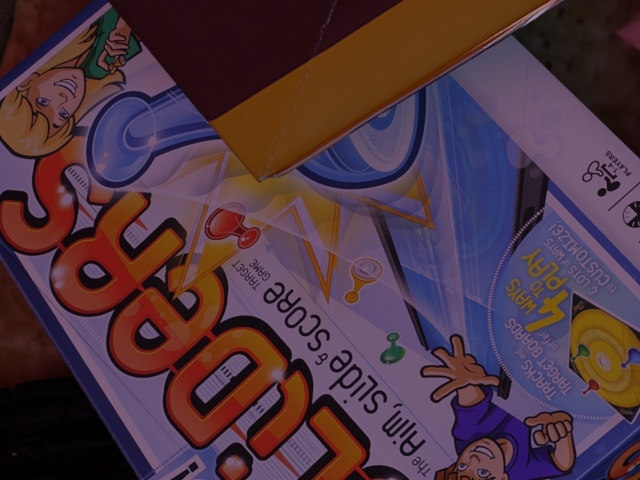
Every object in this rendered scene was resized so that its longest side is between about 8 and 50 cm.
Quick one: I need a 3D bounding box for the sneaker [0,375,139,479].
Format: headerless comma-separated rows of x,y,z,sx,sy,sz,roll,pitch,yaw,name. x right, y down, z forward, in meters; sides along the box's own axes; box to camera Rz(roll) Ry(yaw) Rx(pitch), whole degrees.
0.016,0.099,0.479,0.283,0.107,0.124,-6,111,21,sneaker

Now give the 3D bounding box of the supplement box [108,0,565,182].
0.007,-0.156,0.332,0.191,0.129,0.194,-32,124,11,supplement box

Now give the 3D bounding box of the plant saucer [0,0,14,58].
-0.192,-0.094,0.531,0.198,0.036,0.198,2,98,16,plant saucer

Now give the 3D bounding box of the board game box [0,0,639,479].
0.000,0.000,0.419,0.136,0.035,0.201,-40,55,1,board game box
